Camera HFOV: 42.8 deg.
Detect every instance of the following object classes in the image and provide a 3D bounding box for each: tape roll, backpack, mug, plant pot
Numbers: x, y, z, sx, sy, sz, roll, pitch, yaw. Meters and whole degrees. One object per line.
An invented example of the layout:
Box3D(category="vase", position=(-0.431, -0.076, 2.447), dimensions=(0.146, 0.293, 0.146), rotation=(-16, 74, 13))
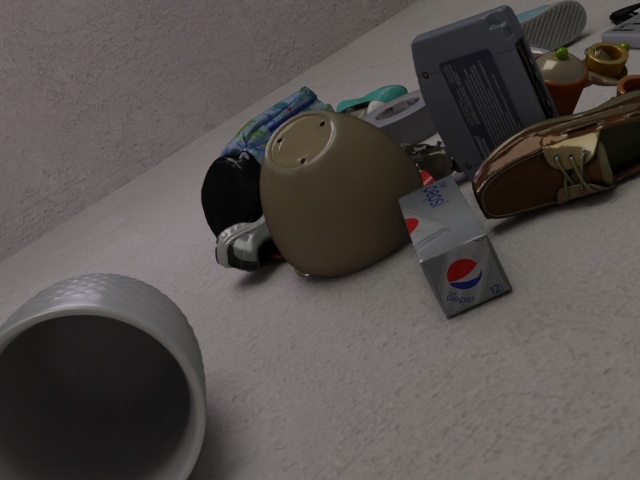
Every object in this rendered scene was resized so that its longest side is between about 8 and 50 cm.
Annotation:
Box3D(category="tape roll", position=(0.196, -0.283, 1.937), dimensions=(0.219, 0.072, 0.219), rotation=(-25, 18, 9))
Box3D(category="backpack", position=(-0.086, -0.176, 1.804), dimensions=(0.355, 0.273, 0.290), rotation=(-23, -11, -28))
Box3D(category="mug", position=(-0.316, 0.219, 1.074), dimensions=(0.374, 0.276, 0.328), rotation=(-58, 13, 4))
Box3D(category="plant pot", position=(0.008, -0.109, 1.376), dimensions=(0.284, 0.191, 0.284), rotation=(-17, 47, 19))

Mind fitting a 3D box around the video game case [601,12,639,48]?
Box3D(category="video game case", position=(0.792, -0.477, 1.690), dimensions=(0.300, 0.036, 0.329), rotation=(-28, 18, -2))

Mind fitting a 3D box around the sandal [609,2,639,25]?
Box3D(category="sandal", position=(0.721, -0.528, 1.931), dimensions=(0.067, 0.040, 0.179), rotation=(-16, 7, 17))

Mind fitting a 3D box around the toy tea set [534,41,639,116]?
Box3D(category="toy tea set", position=(0.487, -0.282, 1.347), dimensions=(0.336, 0.124, 0.200), rotation=(-36, 54, -27))

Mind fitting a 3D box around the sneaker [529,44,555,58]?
Box3D(category="sneaker", position=(0.417, -0.377, 1.798), dimensions=(0.127, 0.126, 0.321), rotation=(-45, 23, -28))

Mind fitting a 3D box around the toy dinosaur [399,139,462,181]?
Box3D(category="toy dinosaur", position=(0.303, -0.175, 1.488), dimensions=(0.313, 0.121, 0.160), rotation=(-11, 36, 28))

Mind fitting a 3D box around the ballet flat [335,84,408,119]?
Box3D(category="ballet flat", position=(0.134, -0.353, 2.225), dimensions=(0.247, 0.083, 0.087), rotation=(-8, 51, 46))

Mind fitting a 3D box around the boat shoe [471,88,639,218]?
Box3D(category="boat shoe", position=(0.380, -0.124, 1.191), dimensions=(0.324, 0.123, 0.120), rotation=(-27, 22, 4))

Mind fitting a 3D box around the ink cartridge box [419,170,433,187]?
Box3D(category="ink cartridge box", position=(0.169, -0.128, 1.612), dimensions=(0.179, 0.045, 0.145), rotation=(-9, 26, 49))

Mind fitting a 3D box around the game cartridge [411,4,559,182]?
Box3D(category="game cartridge", position=(0.267, -0.212, 1.301), dimensions=(0.196, 0.294, 0.060), rotation=(-9, 28, 42))

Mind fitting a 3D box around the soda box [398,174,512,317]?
Box3D(category="soda box", position=(0.184, -0.001, 1.176), dimensions=(0.098, 0.091, 0.286), rotation=(-25, 19, 9))

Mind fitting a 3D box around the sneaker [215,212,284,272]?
Box3D(category="sneaker", position=(-0.079, -0.012, 1.597), dimensions=(0.108, 0.100, 0.271), rotation=(22, 42, 31))

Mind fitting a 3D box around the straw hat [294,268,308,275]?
Box3D(category="straw hat", position=(0.000, 0.000, 1.474), dimensions=(0.144, 0.061, 0.144), rotation=(-25, 19, 9))

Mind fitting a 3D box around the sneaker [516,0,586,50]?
Box3D(category="sneaker", position=(0.470, -0.481, 2.027), dimensions=(0.366, 0.135, 0.150), rotation=(-20, 10, -6))
